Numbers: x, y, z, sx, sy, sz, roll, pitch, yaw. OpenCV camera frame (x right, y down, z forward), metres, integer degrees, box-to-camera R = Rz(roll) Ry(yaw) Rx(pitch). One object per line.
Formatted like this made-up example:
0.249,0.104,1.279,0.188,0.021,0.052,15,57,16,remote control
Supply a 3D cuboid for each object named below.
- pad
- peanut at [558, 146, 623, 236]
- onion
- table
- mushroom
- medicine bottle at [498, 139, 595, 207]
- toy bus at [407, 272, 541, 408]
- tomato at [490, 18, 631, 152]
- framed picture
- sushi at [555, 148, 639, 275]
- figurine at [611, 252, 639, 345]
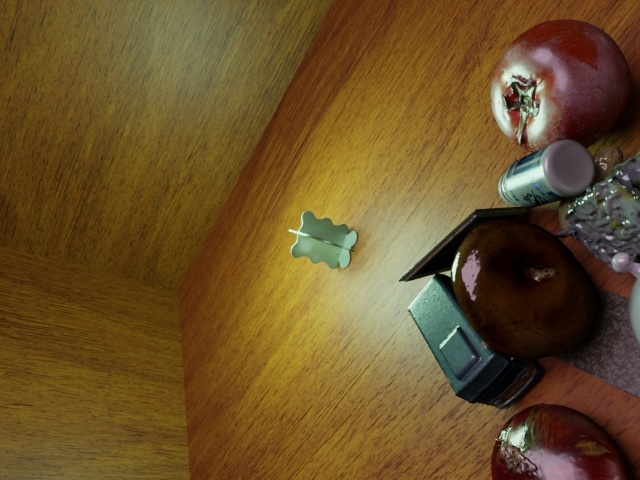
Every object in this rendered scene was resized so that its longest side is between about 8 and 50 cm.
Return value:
0.537,0.180,0.886,0.235,0.003,0.158,25,95,61,pad
0.534,-0.095,0.974,0.187,0.082,0.082,-61,31,18,peanut
0.397,0.405,0.852,0.248,0.161,0.248,16,109,60,onion
0.000,0.000,1.693,0.166,0.198,0.166,-36,44,46,table
0.384,0.108,0.956,0.254,0.267,0.267,74,-168,-47,mushroom
0.440,-0.124,0.987,0.191,0.107,0.107,147,139,-79,medicine bottle
0.320,0.209,1.068,0.138,0.167,0.275,-56,33,24,toy bus
0.490,-0.309,1.014,0.270,0.227,0.270,56,160,33,tomato
0.325,0.009,1.087,0.232,0.296,0.019,-49,64,34,framed picture
0.526,-0.053,0.827,0.139,0.184,0.274,51,158,26,sushi
0.579,0.130,0.635,0.253,0.211,0.361,-54,34,26,figurine
